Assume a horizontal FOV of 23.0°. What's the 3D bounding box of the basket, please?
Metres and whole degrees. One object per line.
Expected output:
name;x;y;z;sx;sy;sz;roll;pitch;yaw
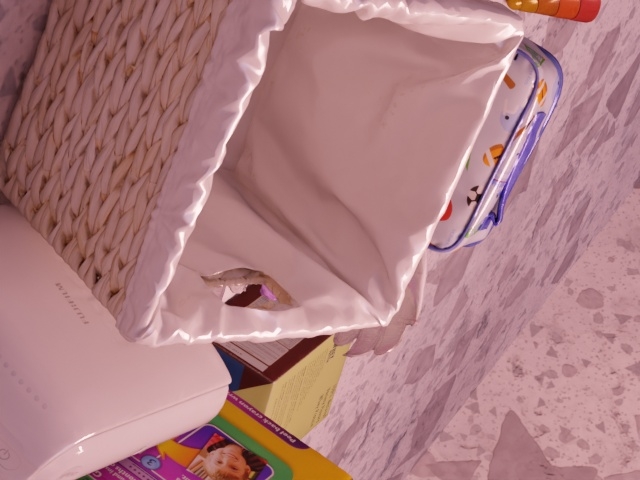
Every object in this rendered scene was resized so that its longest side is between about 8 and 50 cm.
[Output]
basket;-0.060;-0.117;1.362;0.328;0.266;0.331;-2;124;-48

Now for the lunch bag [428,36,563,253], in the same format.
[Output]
lunch bag;0.161;-0.139;2.010;0.115;0.243;0.303;-16;133;-63

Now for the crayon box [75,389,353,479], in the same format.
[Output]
crayon box;-0.203;0.224;1.482;0.313;0.363;0.106;-30;147;-53

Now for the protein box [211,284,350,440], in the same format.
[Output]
protein box;-0.076;0.176;2.071;0.201;0.136;0.200;-36;151;-46

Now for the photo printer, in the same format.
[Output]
photo printer;-0.239;0.083;1.358;0.107;0.256;0.307;-43;167;23

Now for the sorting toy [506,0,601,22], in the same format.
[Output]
sorting toy;0.336;-0.447;2.239;0.126;0.127;0.365;-18;143;-16

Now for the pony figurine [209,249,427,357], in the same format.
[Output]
pony figurine;-0.005;-0.035;1.787;0.363;0.303;0.351;67;36;-73
